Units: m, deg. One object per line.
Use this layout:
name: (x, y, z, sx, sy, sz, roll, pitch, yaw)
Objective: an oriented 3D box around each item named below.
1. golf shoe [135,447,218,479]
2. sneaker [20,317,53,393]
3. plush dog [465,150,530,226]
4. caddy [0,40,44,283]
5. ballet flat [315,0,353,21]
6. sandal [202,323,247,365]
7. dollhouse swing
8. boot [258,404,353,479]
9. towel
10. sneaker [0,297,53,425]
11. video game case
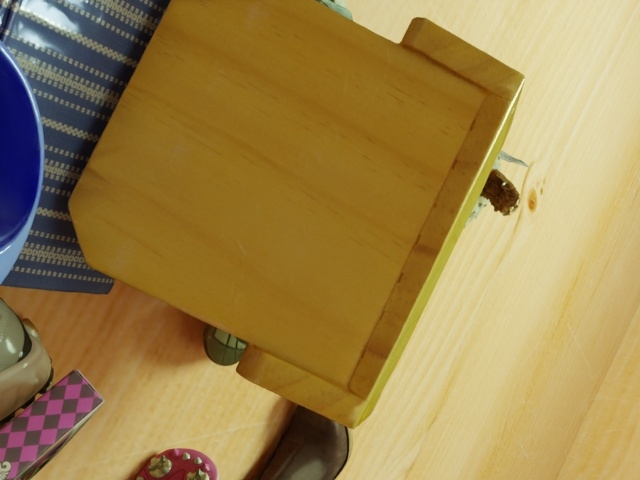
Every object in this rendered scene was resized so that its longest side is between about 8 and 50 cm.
golf shoe: (-0.205, 0.379, 1.025, 0.306, 0.115, 0.140, -49, 147, -27)
sneaker: (-0.267, 0.109, 0.843, 0.037, 0.032, 0.083, -29, 128, -28)
plush dog: (0.130, -0.044, 1.233, 0.262, 0.210, 0.225, -19, 149, -50)
caddy: (-0.305, -0.066, 0.529, 0.241, 0.179, 0.341, -57, 147, -19)
ballet flat: (-0.020, -0.246, 0.971, 0.221, 0.077, 0.079, 15, 72, -59)
sandal: (-0.100, 0.103, 1.081, 0.072, 0.049, 0.180, -63, 164, 2)
dollhouse swing: (-0.018, -0.044, 0.918, 0.346, 0.305, 0.315, -64, 171, -4)
boot: (-0.051, 0.330, 1.245, 0.207, 0.090, 0.248, -28, 135, -50)
towel: (-0.205, -0.119, 0.797, 0.243, 0.040, 0.336, 15, 98, -61)
sneaker: (-0.334, 0.136, 0.704, 0.271, 0.100, 0.108, -44, 125, -37)
video game case: (-0.291, 0.215, 0.743, 0.232, 0.042, 0.210, -42, 179, -37)
